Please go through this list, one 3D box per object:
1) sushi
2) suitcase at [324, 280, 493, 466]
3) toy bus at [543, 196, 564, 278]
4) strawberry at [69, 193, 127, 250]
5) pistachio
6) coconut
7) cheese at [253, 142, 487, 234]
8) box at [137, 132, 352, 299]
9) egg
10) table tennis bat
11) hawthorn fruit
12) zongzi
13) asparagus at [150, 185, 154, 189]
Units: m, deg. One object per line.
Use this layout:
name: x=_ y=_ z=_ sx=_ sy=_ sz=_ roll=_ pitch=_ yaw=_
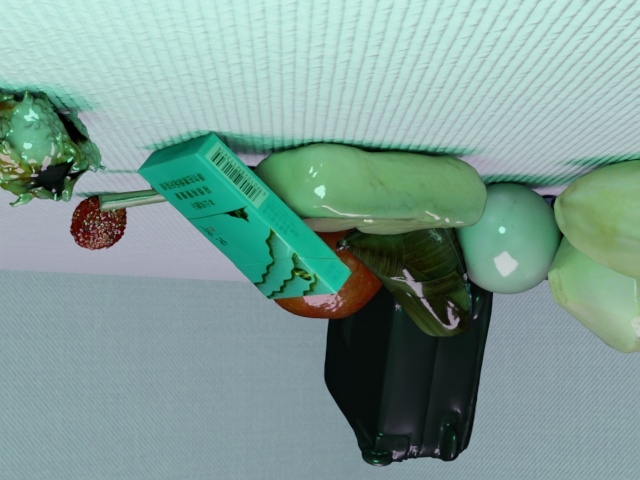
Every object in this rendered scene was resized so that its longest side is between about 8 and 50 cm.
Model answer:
sushi: x=-0.263 y=-0.082 z=1.336 sx=0.103 sy=0.097 sz=0.226 roll=-5 pitch=176 yaw=11
suitcase: x=0.119 y=0.138 z=2.223 sx=0.188 sy=0.345 sz=0.339 roll=-3 pitch=-158 yaw=-18
toy bus: x=0.366 y=0.007 z=2.274 sx=0.133 sy=0.125 sz=0.292 roll=1 pitch=175 yaw=28
strawberry: x=-0.318 y=-0.031 z=2.102 sx=0.083 sy=0.083 sz=0.096 roll=3 pitch=146 yaw=-33
pistachio: x=0.405 y=-0.025 z=1.770 sx=0.230 sy=0.157 sz=0.157 roll=10 pitch=-179 yaw=29
coconut: x=0.417 y=0.051 z=1.926 sx=0.237 sy=0.197 sz=0.237 roll=-12 pitch=175 yaw=-1
cheese: x=0.052 y=-0.059 z=1.688 sx=0.263 sy=0.093 sz=0.159 roll=4 pitch=171 yaw=-27
box: x=-0.087 y=-0.022 z=1.631 sx=0.226 sy=0.042 sz=0.161 roll=46 pitch=157 yaw=-20
egg: x=0.255 y=-0.005 z=1.988 sx=0.151 sy=0.151 sz=0.209 roll=-1 pitch=165 yaw=8
table tennis bat: x=-0.161 y=-0.065 z=1.860 sx=0.247 sy=0.022 sz=0.138 roll=-8 pitch=171 yaw=-7
hawthorn fruit: x=0.000 y=0.000 z=1.963 sx=0.197 sy=0.196 sz=0.225 roll=-1 pitch=151 yaw=9
zongzi: x=0.113 y=0.051 z=1.869 sx=0.112 sy=0.221 sz=0.242 roll=-13 pitch=-164 yaw=30
asparagus: x=-0.164 y=-0.066 z=1.990 sx=0.025 sy=0.024 sz=0.248 roll=44 pitch=-167 yaw=20
